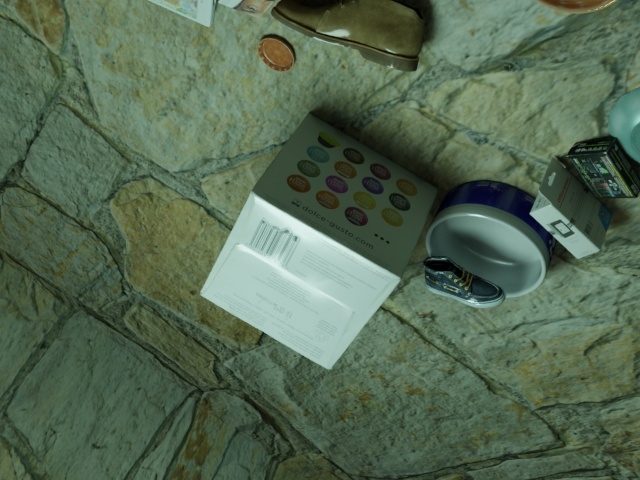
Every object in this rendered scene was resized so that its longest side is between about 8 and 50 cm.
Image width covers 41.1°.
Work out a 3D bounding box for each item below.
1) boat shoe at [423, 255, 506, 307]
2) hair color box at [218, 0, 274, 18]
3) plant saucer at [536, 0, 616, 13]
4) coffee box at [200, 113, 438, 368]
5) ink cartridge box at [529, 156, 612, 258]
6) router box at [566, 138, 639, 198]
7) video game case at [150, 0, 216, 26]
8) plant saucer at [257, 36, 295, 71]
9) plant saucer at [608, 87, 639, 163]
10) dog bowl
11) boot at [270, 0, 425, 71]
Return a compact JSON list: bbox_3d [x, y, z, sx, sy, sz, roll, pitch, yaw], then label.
[{"bbox_3d":[0.306,0.088,1.837,0.183,0.065,0.083,12,144,27],"label":"boat shoe"},{"bbox_3d":[-0.113,-0.488,1.577,0.093,0.053,0.167,15,155,-26],"label":"hair color box"},{"bbox_3d":[0.389,-0.441,1.304,0.200,0.037,0.200,20,146,14],"label":"plant saucer"},{"bbox_3d":[0.000,0.000,1.846,0.337,0.334,0.338,31,132,0],"label":"coffee box"},{"bbox_3d":[0.478,-0.064,1.666,0.180,0.104,0.060,41,146,-15],"label":"ink cartridge box"},{"bbox_3d":[0.528,-0.131,1.583,0.122,0.038,0.092,48,157,-25],"label":"router box"},{"bbox_3d":[-0.304,-0.542,1.664,0.227,0.026,0.206,25,144,6],"label":"video game case"},{"bbox_3d":[-0.090,-0.384,1.756,0.083,0.013,0.083,19,145,14],"label":"plant saucer"},{"bbox_3d":[0.596,-0.183,1.484,0.195,0.037,0.195,20,146,14],"label":"plant saucer"},{"bbox_3d":[0.366,0.000,1.831,0.265,0.104,0.265,20,145,14],"label":"dog bowl"},{"bbox_3d":[0.052,-0.411,1.571,0.305,0.112,0.115,22,116,19],"label":"boot"}]
